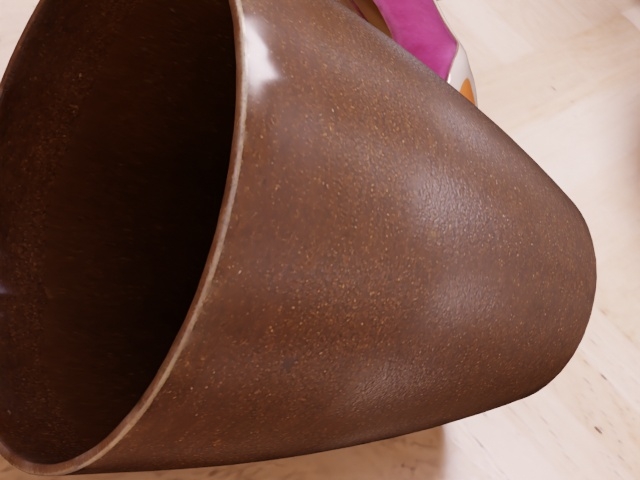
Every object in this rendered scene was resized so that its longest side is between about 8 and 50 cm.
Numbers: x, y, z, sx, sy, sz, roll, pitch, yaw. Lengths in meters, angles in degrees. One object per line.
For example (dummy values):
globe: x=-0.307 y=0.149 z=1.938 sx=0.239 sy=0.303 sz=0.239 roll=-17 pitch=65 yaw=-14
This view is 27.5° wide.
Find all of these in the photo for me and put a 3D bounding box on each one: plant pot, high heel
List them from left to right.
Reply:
plant pot: x=0.000 y=0.000 z=0.553 sx=0.230 sy=0.215 sz=0.215 roll=13 pitch=45 yaw=-36
high heel: x=0.033 y=-0.106 z=0.758 sx=0.117 sy=0.082 sz=0.244 roll=1 pitch=58 yaw=15
